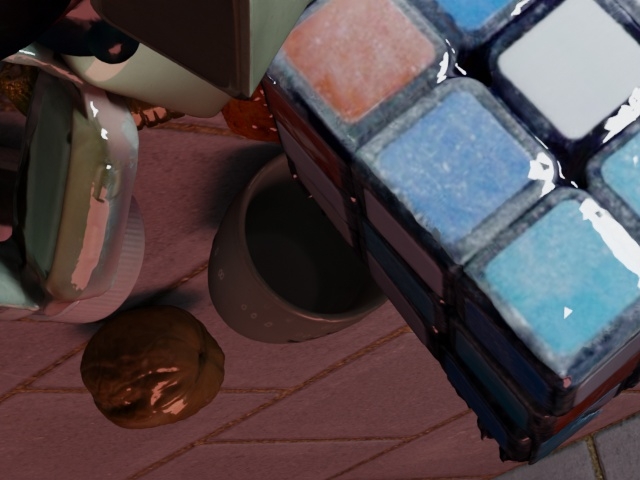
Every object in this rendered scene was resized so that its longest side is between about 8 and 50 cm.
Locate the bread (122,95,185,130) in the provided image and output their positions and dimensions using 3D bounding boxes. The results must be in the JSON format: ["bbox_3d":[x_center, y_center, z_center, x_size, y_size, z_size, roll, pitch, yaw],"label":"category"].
[{"bbox_3d":[-0.149,-0.123,1.728,0.088,0.033,0.049,-15,167,-1],"label":"bread"}]

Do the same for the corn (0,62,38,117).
[{"bbox_3d":[-0.254,-0.130,1.628,0.037,0.037,0.092,-16,159,5],"label":"corn"}]

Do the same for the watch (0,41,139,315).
[{"bbox_3d":[-0.283,-0.067,1.510,0.241,0.162,0.253,0,117,-26],"label":"watch"}]

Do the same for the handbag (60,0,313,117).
[{"bbox_3d":[-0.043,-0.216,1.442,0.315,0.109,0.241,-30,157,30],"label":"handbag"}]

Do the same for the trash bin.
[{"bbox_3d":[-0.033,-0.237,1.168,0.122,0.240,0.164,30,163,9],"label":"trash bin"}]

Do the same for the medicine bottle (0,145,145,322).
[{"bbox_3d":[-0.308,-0.007,1.739,0.165,0.165,0.273,-27,156,33],"label":"medicine bottle"}]

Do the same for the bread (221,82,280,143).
[{"bbox_3d":[0.014,-0.170,1.622,0.269,0.095,0.139,-31,163,30],"label":"bread"}]

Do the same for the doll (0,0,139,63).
[{"bbox_3d":[-0.218,-0.202,1.228,0.322,0.186,0.198,5,145,-48],"label":"doll"}]

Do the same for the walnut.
[{"bbox_3d":[-0.211,0.158,2.302,0.184,0.155,0.155,-17,163,38],"label":"walnut"}]

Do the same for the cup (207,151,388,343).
[{"bbox_3d":[0.000,0.000,2.017,0.258,0.186,0.234,-37,178,-22],"label":"cup"}]

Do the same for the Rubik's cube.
[{"bbox_3d":[0.195,-0.074,1.482,0.363,0.362,0.359,-37,162,-5],"label":"Rubik's cube"}]
